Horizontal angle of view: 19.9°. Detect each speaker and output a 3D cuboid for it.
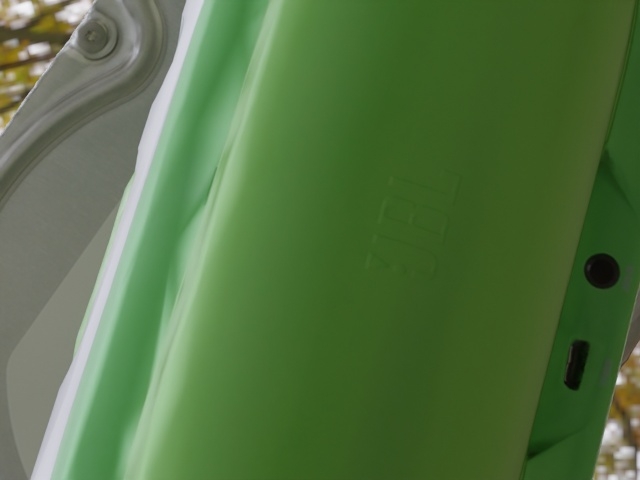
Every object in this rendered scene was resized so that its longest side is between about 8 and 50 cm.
[{"bbox_3d":[0.011,0.008,0.460,0.131,0.131,0.296,30,-110,-40],"label":"speaker"}]

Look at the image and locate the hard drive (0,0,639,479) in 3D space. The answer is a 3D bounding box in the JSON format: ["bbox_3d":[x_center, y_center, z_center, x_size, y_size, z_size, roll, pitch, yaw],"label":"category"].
[{"bbox_3d":[0.000,0.000,0.672,0.237,0.064,0.339,35,-95,5],"label":"hard drive"}]
